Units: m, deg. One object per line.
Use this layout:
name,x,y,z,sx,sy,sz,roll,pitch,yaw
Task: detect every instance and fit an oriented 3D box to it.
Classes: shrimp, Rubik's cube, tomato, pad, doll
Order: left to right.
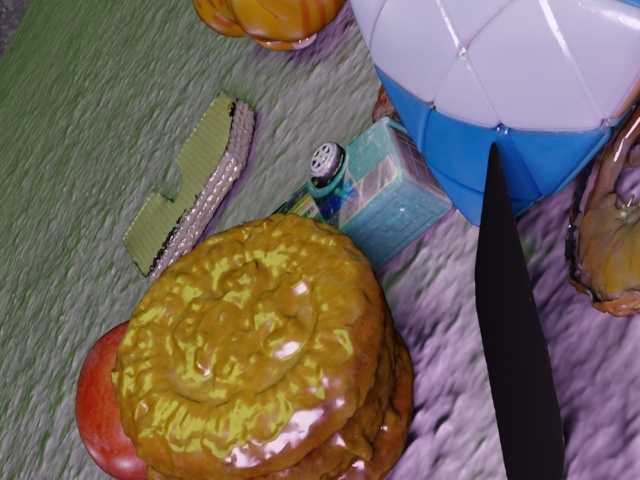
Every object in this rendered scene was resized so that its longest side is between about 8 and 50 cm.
tomato,-0.153,0.145,0.913,0.167,0.167,0.167,-36,37,33
doll,-0.065,-0.328,1.219,0.167,0.162,0.269,-46,40,-8
pad,0.144,0.015,0.565,0.323,0.055,0.250,114,162,-44
Rubik's cube,0.184,-0.149,0.685,0.254,0.254,0.254,-36,37,33
shrimp,0.242,-0.064,0.637,0.253,0.058,0.173,-60,22,-1

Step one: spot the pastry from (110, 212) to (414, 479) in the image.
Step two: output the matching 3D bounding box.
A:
pastry,-0.052,0.094,0.751,0.235,0.132,0.240,-15,43,4

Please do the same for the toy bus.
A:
toy bus,0.000,0.000,0.896,0.261,0.091,0.109,-43,40,28

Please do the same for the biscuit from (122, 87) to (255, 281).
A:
biscuit,-0.160,-0.069,1.227,0.250,0.046,0.147,-58,29,2

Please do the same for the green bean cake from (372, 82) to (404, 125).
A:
green bean cake,0.117,-0.158,0.893,0.135,0.056,0.135,-10,54,52
